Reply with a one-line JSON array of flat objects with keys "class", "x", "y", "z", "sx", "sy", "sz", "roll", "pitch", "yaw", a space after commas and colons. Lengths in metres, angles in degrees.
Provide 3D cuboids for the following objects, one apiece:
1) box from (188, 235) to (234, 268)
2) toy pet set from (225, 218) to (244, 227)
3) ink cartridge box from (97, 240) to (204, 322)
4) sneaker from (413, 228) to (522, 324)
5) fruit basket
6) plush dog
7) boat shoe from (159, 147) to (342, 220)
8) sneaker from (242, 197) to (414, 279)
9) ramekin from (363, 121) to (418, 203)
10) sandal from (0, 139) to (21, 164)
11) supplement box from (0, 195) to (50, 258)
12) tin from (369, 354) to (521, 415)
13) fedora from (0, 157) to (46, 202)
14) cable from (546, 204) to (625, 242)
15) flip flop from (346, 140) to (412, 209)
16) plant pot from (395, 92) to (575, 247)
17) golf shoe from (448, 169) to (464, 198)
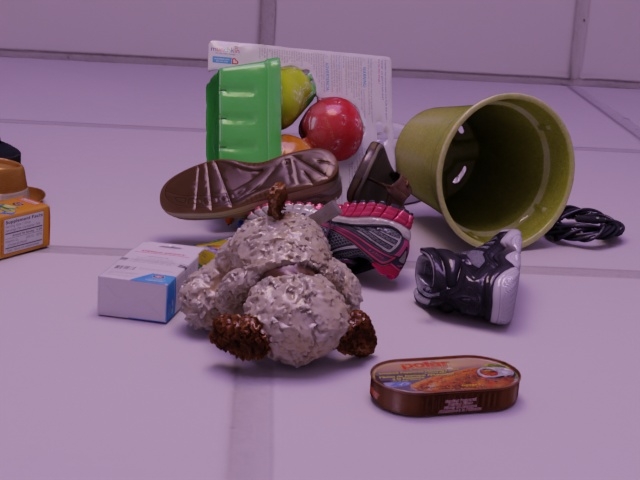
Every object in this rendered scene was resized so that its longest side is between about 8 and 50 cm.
[{"class": "box", "x": -0.116, "y": 0.032, "z": 1.894, "sx": 0.105, "sy": 0.043, "sz": 0.179, "roll": -14, "pitch": 26, "yaw": -42}, {"class": "toy pet set", "x": -0.167, "y": -0.059, "z": 2.199, "sx": 0.114, "sy": 0.065, "sz": 0.122, "roll": 42, "pitch": 32, "yaw": 8}, {"class": "ink cartridge box", "x": -0.240, "y": 0.057, "z": 1.751, "sx": 0.104, "sy": 0.060, "sz": 0.180, "roll": 6, "pitch": 17, "yaw": 11}, {"class": "sneaker", "x": 0.222, "y": 0.039, "z": 1.827, "sx": 0.153, "sy": 0.101, "sz": 0.268, "roll": 8, "pitch": 20, "yaw": 7}, {"class": "fruit basket", "x": -0.035, "y": -0.190, "z": 2.190, "sx": 0.353, "sy": 0.326, "sz": 0.165, "roll": 3, "pitch": -11, "yaw": -25}, {"class": "plush dog", "x": -0.039, "y": 0.069, "z": 1.585, "sx": 0.263, "sy": 0.210, "sz": 0.225, "roll": -2, "pitch": 41, "yaw": -19}, {"class": "boat shoe", "x": -0.114, "y": -0.076, "z": 2.020, "sx": 0.302, "sy": 0.098, "sz": 0.109, "roll": -11, "pitch": 56, "yaw": 3}, {"class": "sneaker", "x": 0.000, "y": 0.000, "z": 1.924, "sx": 0.299, "sy": 0.112, "sz": 0.121, "roll": -1, "pitch": -15, "yaw": 33}, {"class": "ramekin", "x": 0.090, "y": -0.164, "z": 2.443, "sx": 0.273, "sy": 0.127, "sz": 0.273, "roll": 3, "pitch": 17, "yaw": -1}, {"class": "sandal", "x": -0.737, "y": -0.230, "z": 2.533, "sx": 0.168, "sy": 0.107, "sz": 0.446, "roll": -8, "pitch": 20, "yaw": -35}, {"class": "supplement box", "x": -0.532, "y": -0.010, "z": 1.890, "sx": 0.078, "sy": 0.080, "sz": 0.233, "roll": 17, "pitch": 19, "yaw": 32}, {"class": "tin", "x": 0.152, "y": 0.176, "z": 1.479, "sx": 0.190, "sy": 0.040, "sz": 0.106, "roll": -1, "pitch": 21, "yaw": -16}, {"class": "fedora", "x": -0.596, "y": -0.105, "z": 2.191, "sx": 0.194, "sy": 0.079, "sz": 0.194, "roll": 2, "pitch": 17, "yaw": -1}, {"class": "cable", "x": 0.479, "y": -0.025, "z": 2.215, "sx": 0.151, "sy": 0.047, "sz": 0.184, "roll": 5, "pitch": 13, "yaw": -12}, {"class": "flip flop", "x": 0.113, "y": -0.068, "z": 1.987, "sx": 0.080, "sy": 0.112, "sz": 0.277, "roll": 19, "pitch": -21, "yaw": 25}, {"class": "plant pot", "x": 0.266, "y": -0.137, "z": 2.171, "sx": 0.276, "sy": 0.276, "sz": 0.254, "roll": -4, "pitch": 13, "yaw": -25}, {"class": "golf shoe", "x": 0.252, "y": -0.118, "z": 2.393, "sx": 0.068, "sy": 0.085, "sz": 0.186, "roll": 3, "pitch": 20, "yaw": -5}]
